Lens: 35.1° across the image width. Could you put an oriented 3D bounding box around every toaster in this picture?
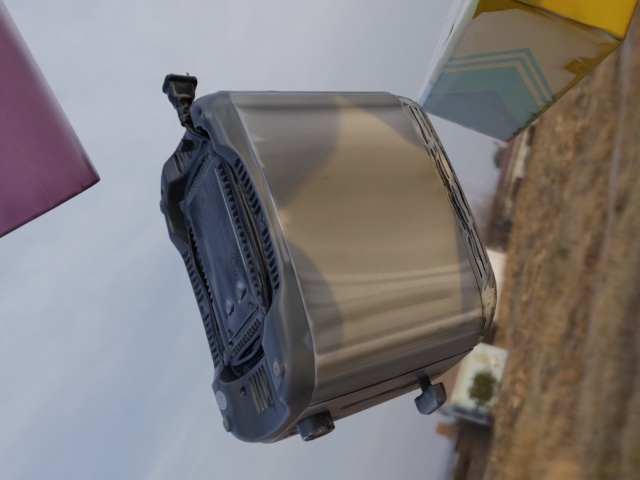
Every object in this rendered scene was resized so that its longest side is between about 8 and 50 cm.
[{"bbox_3d":[0.000,0.000,0.593,0.129,0.146,0.227,-52,51,53],"label":"toaster"}]

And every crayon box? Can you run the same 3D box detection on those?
[{"bbox_3d":[0.144,-0.189,0.603,0.318,0.081,0.202,99,-167,-85],"label":"crayon box"}]

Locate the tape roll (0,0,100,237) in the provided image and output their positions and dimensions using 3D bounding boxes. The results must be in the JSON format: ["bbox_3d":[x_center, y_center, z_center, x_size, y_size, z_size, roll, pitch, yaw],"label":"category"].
[{"bbox_3d":[-0.181,-0.012,0.363,0.080,0.189,0.189,63,-158,-9],"label":"tape roll"}]
